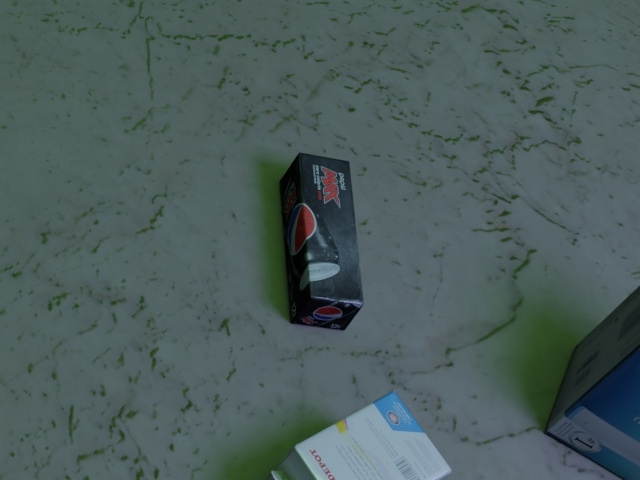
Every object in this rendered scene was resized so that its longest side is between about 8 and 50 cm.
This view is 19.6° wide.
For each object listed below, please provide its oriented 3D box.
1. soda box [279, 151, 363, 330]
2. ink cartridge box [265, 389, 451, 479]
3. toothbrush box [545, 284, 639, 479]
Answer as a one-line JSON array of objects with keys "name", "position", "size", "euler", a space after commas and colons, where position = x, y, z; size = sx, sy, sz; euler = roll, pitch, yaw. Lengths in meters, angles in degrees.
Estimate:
[{"name": "soda box", "position": [0.000, 0.000, 1.799], "size": [0.060, 0.053, 0.169], "euler": [9, 55, -22]}, {"name": "ink cartridge box", "position": [0.024, 0.215, 1.642], "size": [0.143, 0.090, 0.092], "euler": [-24, 72, -35]}, {"name": "toothbrush box", "position": [0.404, 0.169, 1.785], "size": [0.295, 0.216, 0.126], "euler": [31, 51, -7]}]
